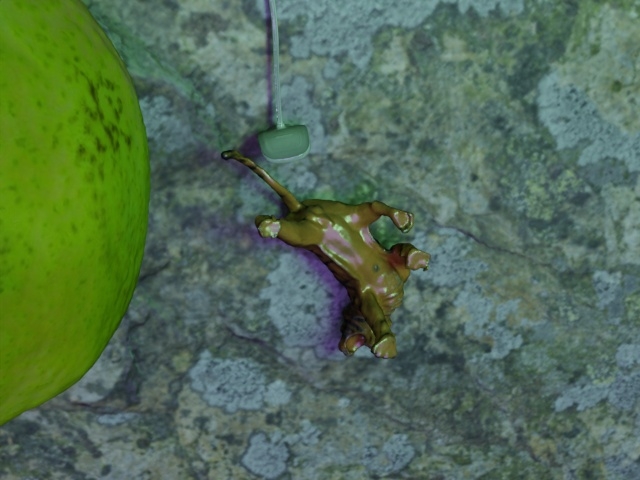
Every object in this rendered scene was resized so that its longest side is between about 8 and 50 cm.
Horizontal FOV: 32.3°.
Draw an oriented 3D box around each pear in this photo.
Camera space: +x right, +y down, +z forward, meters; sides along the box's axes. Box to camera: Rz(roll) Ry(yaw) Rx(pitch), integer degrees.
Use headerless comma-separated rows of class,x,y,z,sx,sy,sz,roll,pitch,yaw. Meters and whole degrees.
pear,-0.298,-0.055,0.758,0.391,0.391,0.391,-4,118,-8

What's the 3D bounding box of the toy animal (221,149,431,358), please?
toy animal,0.006,-0.005,1.003,0.114,0.116,0.255,-46,113,-12

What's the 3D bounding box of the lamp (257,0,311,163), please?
lamp,-0.038,-0.166,0.925,0.050,0.056,0.198,-7,115,-4
